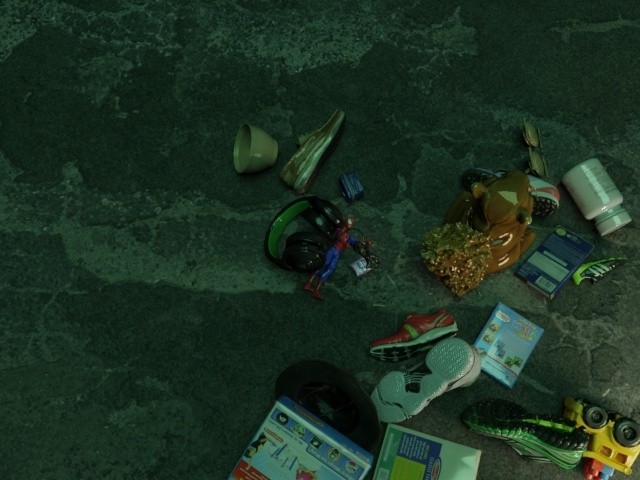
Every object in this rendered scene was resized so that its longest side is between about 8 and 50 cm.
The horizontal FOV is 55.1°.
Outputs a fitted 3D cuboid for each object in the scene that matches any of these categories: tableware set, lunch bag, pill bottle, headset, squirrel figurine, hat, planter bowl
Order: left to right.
[{"bbox_3d":[-0.206,-0.294,2.010,0.109,0.162,0.162,6,70,-28],"label":"planter bowl"},{"bbox_3d":[0.000,0.000,1.855,0.394,0.185,0.243,11,68,47],"label":"headset"},{"bbox_3d":[0.037,0.458,1.761,0.331,0.134,0.331,8,114,20],"label":"hat"},{"bbox_3d":[0.098,-0.171,2.009,0.065,0.067,0.098,-20,75,-7],"label":"lunch bag"},{"bbox_3d":[0.483,-0.025,1.810,0.281,0.370,0.397,41,76,11],"label":"squirrel figurine"},{"bbox_3d":[0.707,-0.304,2.061,0.039,0.128,0.194,-18,69,39],"label":"tableware set"},{"bbox_3d":[0.894,-0.138,1.982,0.131,0.131,0.229,-23,74,-8],"label":"pill bottle"}]

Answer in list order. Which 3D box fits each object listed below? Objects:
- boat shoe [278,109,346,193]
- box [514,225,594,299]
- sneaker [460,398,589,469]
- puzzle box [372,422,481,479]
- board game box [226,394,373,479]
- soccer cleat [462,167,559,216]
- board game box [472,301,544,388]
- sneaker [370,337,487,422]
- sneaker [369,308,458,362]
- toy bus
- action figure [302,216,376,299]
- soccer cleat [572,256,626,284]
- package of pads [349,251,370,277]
[{"bbox_3d":[-0.025,-0.311,2.027,0.116,0.123,0.324,30,72,10],"label":"boat shoe"},{"bbox_3d":[0.741,0.066,1.940,0.225,0.036,0.136,-44,56,-12],"label":"box"},{"bbox_3d":[0.564,0.561,1.737,0.343,0.146,0.134,13,27,24],"label":"sneaker"},{"bbox_3d":[0.263,0.737,1.677,0.272,0.052,0.409,10,71,26],"label":"puzzle box"},{"bbox_3d":[-0.064,0.639,1.684,0.308,0.086,0.302,33,95,9],"label":"board game box"},{"bbox_3d":[0.624,-0.179,2.017,0.318,0.109,0.116,19,50,8],"label":"soccer cleat"},{"bbox_3d":[0.560,0.319,1.875,0.160,0.039,0.211,33,76,10],"label":"board game box"},{"bbox_3d":[0.323,0.411,1.789,0.366,0.210,0.137,-42,60,23],"label":"sneaker"},{"bbox_3d":[0.274,0.284,1.866,0.279,0.107,0.118,-16,55,-9],"label":"sneaker"},{"bbox_3d":[0.787,0.577,1.756,0.220,0.149,0.211,24,89,9],"label":"toy bus"},{"bbox_3d":[0.066,0.052,1.909,0.139,0.091,0.280,9,68,38],"label":"action figure"},{"bbox_3d":[0.883,0.097,1.949,0.178,0.060,0.072,-13,82,2],"label":"soccer cleat"},{"bbox_3d":[0.137,0.078,1.948,0.083,0.032,0.050,-31,78,-10],"label":"package of pads"}]
